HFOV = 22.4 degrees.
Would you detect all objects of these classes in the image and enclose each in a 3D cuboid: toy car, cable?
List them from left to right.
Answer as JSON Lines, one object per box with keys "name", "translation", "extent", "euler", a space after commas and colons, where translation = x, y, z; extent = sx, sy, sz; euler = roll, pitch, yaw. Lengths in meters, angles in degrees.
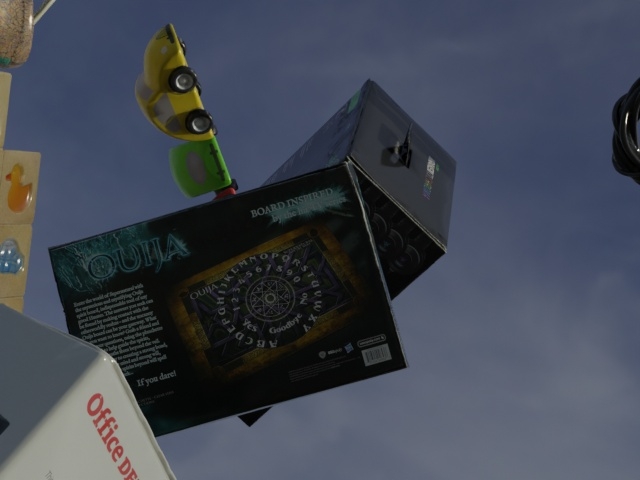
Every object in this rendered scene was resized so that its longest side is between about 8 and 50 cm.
{"name": "toy car", "translation": [-0.103, -0.060, 1.380], "extent": [0.053, 0.225, 0.239], "euler": [-20, -86, -2]}
{"name": "cable", "translation": [0.377, -0.110, 1.602], "extent": [0.184, 0.047, 0.151], "euler": [-30, -86, 14]}

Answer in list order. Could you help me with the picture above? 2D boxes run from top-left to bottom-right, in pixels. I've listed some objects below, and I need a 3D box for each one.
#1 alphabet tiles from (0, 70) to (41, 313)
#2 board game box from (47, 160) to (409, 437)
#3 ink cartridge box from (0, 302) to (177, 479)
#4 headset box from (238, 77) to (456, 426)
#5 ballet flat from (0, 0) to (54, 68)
{"name": "alphabet tiles", "translation": [-0.284, 0.043, 1.139], "extent": [0.011, 0.285, 0.343], "euler": [9, -87, 20]}
{"name": "board game box", "translation": [-0.054, 0.039, 0.941], "extent": [0.186, 0.026, 0.126], "euler": [-16, -97, 5]}
{"name": "ink cartridge box", "translation": [-0.159, 0.137, 0.750], "extent": [0.072, 0.175, 0.127], "euler": [22, -32, 30]}
{"name": "headset box", "translation": [0.000, 0.000, 1.563], "extent": [0.131, 0.246, 0.283], "euler": [43, -69, -10]}
{"name": "ballet flat", "translation": [-0.237, -0.267, 1.318], "extent": [0.106, 0.316, 0.107], "euler": [25, -29, -21]}
